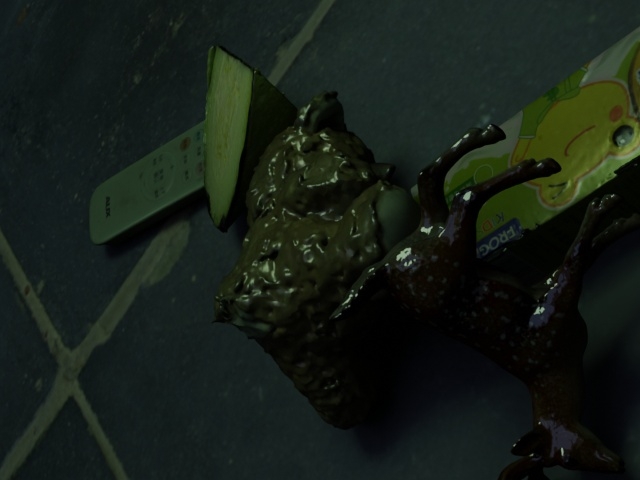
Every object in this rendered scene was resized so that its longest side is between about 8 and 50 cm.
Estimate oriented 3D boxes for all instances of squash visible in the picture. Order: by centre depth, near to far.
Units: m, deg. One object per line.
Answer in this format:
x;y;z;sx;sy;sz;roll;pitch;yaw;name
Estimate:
-0.065;-0.100;1.055;0.192;0.085;0.184;-130;45;-64;squash

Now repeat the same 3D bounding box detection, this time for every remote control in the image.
-0.163;-0.078;1.199;0.310;0.038;0.090;-25;57;33;remote control

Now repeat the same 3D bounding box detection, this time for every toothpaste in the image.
0.222;-0.070;0.807;0.327;0.077;0.110;-36;49;26;toothpaste

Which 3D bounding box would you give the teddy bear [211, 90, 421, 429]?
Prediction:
0.000;0.000;0.907;0.256;0.156;0.267;-80;0;-49;teddy bear

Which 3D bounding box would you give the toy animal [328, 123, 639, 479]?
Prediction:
0.138;0.073;0.744;0.244;0.087;0.260;30;98;6;toy animal
